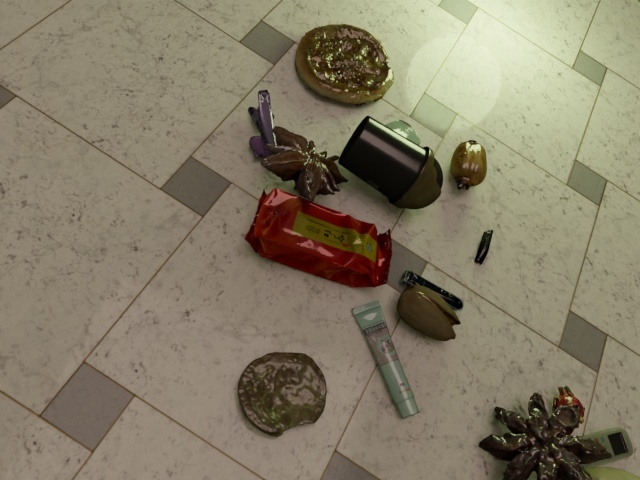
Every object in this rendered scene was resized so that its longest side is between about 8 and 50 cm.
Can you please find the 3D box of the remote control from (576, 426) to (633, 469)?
[{"bbox_3d":[0.779,0.612,1.535,0.309,0.038,0.090,-3,66,-20],"label":"remote control"}]

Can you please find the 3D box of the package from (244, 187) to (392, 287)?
[{"bbox_3d":[-0.001,-0.001,1.541,0.423,0.123,0.196,18,61,-9],"label":"package"}]

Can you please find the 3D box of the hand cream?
[{"bbox_3d":[0.186,0.330,1.483,0.085,0.058,0.332,-19,66,-7],"label":"hand cream"}]

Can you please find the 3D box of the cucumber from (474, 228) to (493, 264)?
[{"bbox_3d":[0.546,0.020,1.756,0.033,0.034,0.135,29,60,-7],"label":"cucumber"}]

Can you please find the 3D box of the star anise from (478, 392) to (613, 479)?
[{"bbox_3d":[0.588,0.550,1.402,0.331,0.118,0.332,-13,42,12],"label":"star anise"}]

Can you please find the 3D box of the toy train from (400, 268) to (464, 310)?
[{"bbox_3d":[0.344,0.157,1.616,0.207,0.047,0.043,28,61,-3],"label":"toy train"}]

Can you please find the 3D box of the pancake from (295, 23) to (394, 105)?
[{"bbox_3d":[0.095,-0.649,1.923,0.381,0.071,0.383,7,63,-14],"label":"pancake"}]

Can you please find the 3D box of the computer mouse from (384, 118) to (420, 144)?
[{"bbox_3d":[0.260,-0.348,1.826,0.128,0.079,0.231,46,57,5],"label":"computer mouse"}]

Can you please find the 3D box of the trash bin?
[{"bbox_3d":[0.240,-0.233,1.671,0.333,0.214,0.214,32,59,-9],"label":"trash bin"}]

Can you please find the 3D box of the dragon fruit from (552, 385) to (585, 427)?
[{"bbox_3d":[0.731,0.490,1.557,0.086,0.081,0.116,9,63,-1],"label":"dragon fruit"}]

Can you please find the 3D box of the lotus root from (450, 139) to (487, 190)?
[{"bbox_3d":[0.513,-0.253,1.834,0.124,0.118,0.221,5,61,22],"label":"lotus root"}]

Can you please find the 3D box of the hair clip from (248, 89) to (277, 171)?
[{"bbox_3d":[-0.163,-0.336,1.685,0.136,0.090,0.279,-2,72,-32],"label":"hair clip"}]

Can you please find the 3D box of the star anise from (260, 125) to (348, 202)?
[{"bbox_3d":[-0.041,-0.219,1.591,0.292,0.109,0.350,37,32,-23],"label":"star anise"}]

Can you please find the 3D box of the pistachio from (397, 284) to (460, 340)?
[{"bbox_3d":[0.316,0.209,1.536,0.206,0.131,0.130,32,68,-5],"label":"pistachio"}]

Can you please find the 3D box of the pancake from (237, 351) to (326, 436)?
[{"bbox_3d":[-0.096,0.391,1.366,0.236,0.042,0.222,-32,73,-31],"label":"pancake"}]

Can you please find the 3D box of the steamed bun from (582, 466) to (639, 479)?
[{"bbox_3d":[0.766,0.752,1.351,0.333,0.233,0.312,-26,76,-28],"label":"steamed bun"}]
